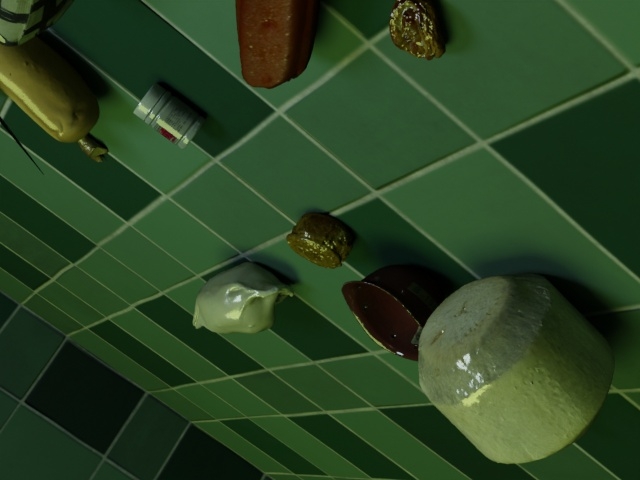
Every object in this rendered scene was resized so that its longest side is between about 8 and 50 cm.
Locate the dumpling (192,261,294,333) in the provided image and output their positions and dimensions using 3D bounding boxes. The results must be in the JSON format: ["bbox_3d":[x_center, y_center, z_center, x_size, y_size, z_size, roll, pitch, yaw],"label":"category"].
[{"bbox_3d":[-0.140,0.111,1.801,0.250,0.162,0.132,-24,86,49],"label":"dumpling"}]

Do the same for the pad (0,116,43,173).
[{"bbox_3d":[-0.561,-0.299,1.542,0.375,0.063,0.315,43,167,34],"label":"pad"}]

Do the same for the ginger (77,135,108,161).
[{"bbox_3d":[-0.406,-0.164,1.701,0.048,0.030,0.097,18,154,31],"label":"ginger"}]

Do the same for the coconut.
[{"bbox_3d":[0.273,0.182,1.325,0.266,0.237,0.237,41,154,-16],"label":"coconut"}]

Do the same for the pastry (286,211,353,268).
[{"bbox_3d":[0.000,0.000,1.515,0.109,0.057,0.097,6,151,48],"label":"pastry"}]

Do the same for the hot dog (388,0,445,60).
[{"bbox_3d":[0.102,-0.218,1.002,0.058,0.035,0.083,21,154,31],"label":"hot dog"}]

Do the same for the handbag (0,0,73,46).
[{"bbox_3d":[-0.392,-0.418,1.053,0.327,0.162,0.325,42,152,-9],"label":"handbag"}]

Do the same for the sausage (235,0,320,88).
[{"bbox_3d":[-0.044,-0.274,0.995,0.102,0.102,0.330,27,156,9],"label":"sausage"}]

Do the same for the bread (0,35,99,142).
[{"bbox_3d":[-0.429,-0.247,1.474,0.217,0.098,0.147,45,-179,-25],"label":"bread"}]

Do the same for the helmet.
[{"bbox_3d":[0.125,0.091,1.479,0.175,0.106,0.155,38,153,-1],"label":"helmet"}]

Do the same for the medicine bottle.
[{"bbox_3d":[-0.221,-0.182,1.417,0.091,0.058,0.058,37,155,-11],"label":"medicine bottle"}]
